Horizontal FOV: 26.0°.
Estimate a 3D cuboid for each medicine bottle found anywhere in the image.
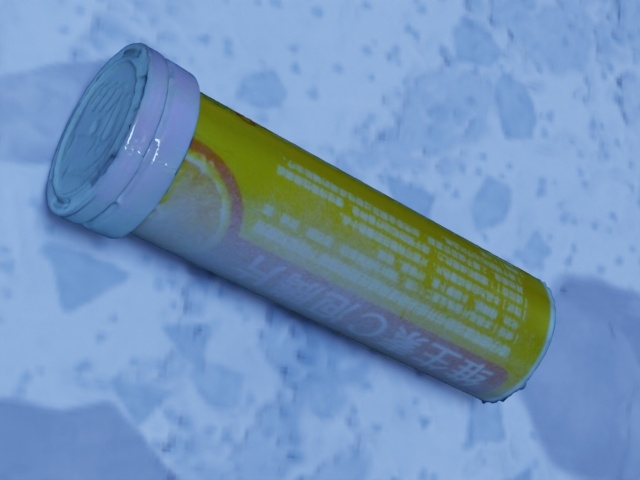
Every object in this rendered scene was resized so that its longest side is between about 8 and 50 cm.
[{"bbox_3d":[0.000,0.000,0.570,0.218,0.074,0.074,27,70,-28],"label":"medicine bottle"}]
